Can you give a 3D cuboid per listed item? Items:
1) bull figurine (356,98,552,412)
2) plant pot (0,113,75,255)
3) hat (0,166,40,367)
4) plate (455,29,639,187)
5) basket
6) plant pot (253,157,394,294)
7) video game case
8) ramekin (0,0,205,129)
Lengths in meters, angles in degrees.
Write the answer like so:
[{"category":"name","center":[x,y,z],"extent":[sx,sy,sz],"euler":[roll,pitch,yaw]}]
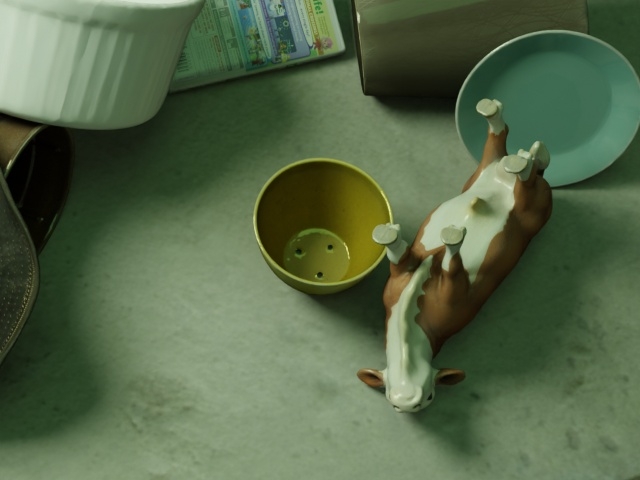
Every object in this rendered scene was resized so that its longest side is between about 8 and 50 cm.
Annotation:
[{"category":"bull figurine","center":[0.128,0.016,1.670],"extent":[0.101,0.188,0.310],"euler":[23,59,21]},{"category":"plant pot","center":[-0.347,-0.065,1.669],"extent":[0.165,0.167,0.167],"euler":[22,66,12]},{"category":"hat","center":[-0.420,0.009,1.559],"extent":[0.331,0.134,0.331],"euler":[3,98,24]},{"category":"plate","center":[0.228,-0.134,1.747],"extent":[0.188,0.188,0.024],"euler":[3,37,-4]},{"category":"basket","center":[0.148,-0.223,1.783],"extent":[0.227,0.204,0.154],"euler":[-8,25,0]},{"category":"plant pot","center":[0.000,0.000,1.700],"extent":[0.134,0.095,0.134],"euler":[2,66,-4]},{"category":"video game case","center":[-0.092,-0.276,1.821],"extent":[0.193,0.023,0.212],"euler":[-14,87,-11]},{"category":"ramekin","center":[-0.260,-0.212,1.683],"extent":[0.277,0.277,0.135],"euler":[18,109,3]}]
